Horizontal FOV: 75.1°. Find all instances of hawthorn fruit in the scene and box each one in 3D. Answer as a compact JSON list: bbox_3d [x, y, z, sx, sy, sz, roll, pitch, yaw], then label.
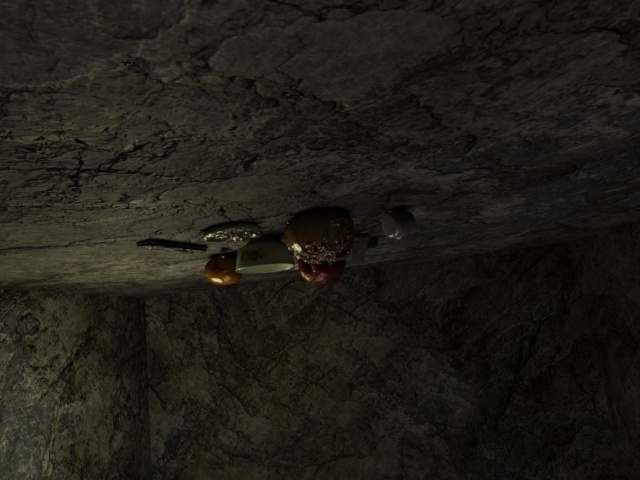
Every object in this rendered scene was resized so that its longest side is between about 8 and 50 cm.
[{"bbox_3d":[0.006,0.124,2.175,0.258,0.258,0.261,-16,-166,42],"label":"hawthorn fruit"}]

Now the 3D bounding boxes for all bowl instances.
[{"bbox_3d":[-0.261,0.067,1.935,0.276,0.146,0.277,-8,171,-1],"label":"bowl"}]

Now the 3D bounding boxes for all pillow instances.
[{"bbox_3d":[0.137,0.036,2.068,0.254,0.169,0.059,1,-163,-37],"label":"pillow"}]

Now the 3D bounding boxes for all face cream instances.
[{"bbox_3d":[0.309,-0.067,1.657,0.104,0.117,0.117,-11,173,-29],"label":"face cream"}]

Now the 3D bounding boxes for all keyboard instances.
[{"bbox_3d":[-0.633,0.028,1.810,0.106,0.027,0.317,-12,168,29],"label":"keyboard"}]

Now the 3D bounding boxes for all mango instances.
[{"bbox_3d":[-0.535,0.161,2.275,0.190,0.160,0.290,-10,-179,-17],"label":"mango"}]

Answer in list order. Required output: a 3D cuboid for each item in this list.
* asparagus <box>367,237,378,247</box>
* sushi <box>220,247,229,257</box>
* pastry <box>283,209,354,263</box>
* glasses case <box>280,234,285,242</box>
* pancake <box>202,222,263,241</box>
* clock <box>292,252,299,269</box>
[{"bbox_3d":[0.207,0.015,2.194,0.277,0.060,0.067,-1,158,-34],"label":"asparagus"},{"bbox_3d":[-0.474,0.067,2.070,0.044,0.046,0.083,-6,169,-10],"label":"sushi"},{"bbox_3d":[0.000,0.000,1.627,0.284,0.185,0.316,-4,170,-9],"label":"pastry"},{"bbox_3d":[-0.108,-0.005,1.905,0.074,0.049,0.193,-13,169,29],"label":"glasses case"},{"bbox_3d":[-0.349,-0.026,1.666,0.253,0.037,0.253,-7,170,-1],"label":"pancake"},{"bbox_3d":[-0.136,0.128,2.532,0.230,0.083,0.230,-7,167,-2],"label":"clock"}]
